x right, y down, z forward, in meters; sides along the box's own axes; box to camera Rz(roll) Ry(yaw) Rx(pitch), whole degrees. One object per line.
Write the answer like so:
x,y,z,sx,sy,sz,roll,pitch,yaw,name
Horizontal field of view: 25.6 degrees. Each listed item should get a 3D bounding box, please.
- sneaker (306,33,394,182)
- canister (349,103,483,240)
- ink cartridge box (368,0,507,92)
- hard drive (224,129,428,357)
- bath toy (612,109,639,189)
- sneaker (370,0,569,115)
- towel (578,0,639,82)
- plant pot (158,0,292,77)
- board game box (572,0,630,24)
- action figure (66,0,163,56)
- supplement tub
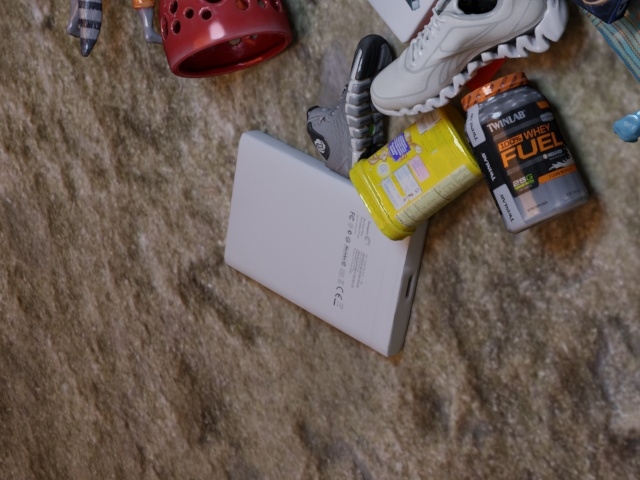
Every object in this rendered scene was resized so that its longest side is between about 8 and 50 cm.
0.031,-0.197,2.043,0.132,0.086,0.229,24,120,39,sneaker
0.140,-0.096,1.950,0.170,0.073,0.126,-37,72,27,canister
0.189,-0.361,1.859,0.239,0.060,0.275,54,132,19,ink cartridge box
0.000,0.000,2.159,0.353,0.047,0.233,28,121,34,hard drive
0.457,-0.001,1.636,0.151,0.129,0.348,77,176,-73,bath toy
0.170,-0.261,1.811,0.292,0.118,0.110,-29,46,31,sneaker
0.379,-0.368,1.645,0.370,0.040,0.271,51,133,6,towel
-0.153,-0.352,2.102,0.191,0.191,0.174,-25,77,45,plant pot
0.284,-0.390,1.661,0.243,0.042,0.165,38,130,21,board game box
-0.316,-0.467,2.229,0.341,0.178,0.330,16,123,40,action figure
0.261,-0.114,1.826,0.117,0.117,0.190,-28,83,45,supplement tub
